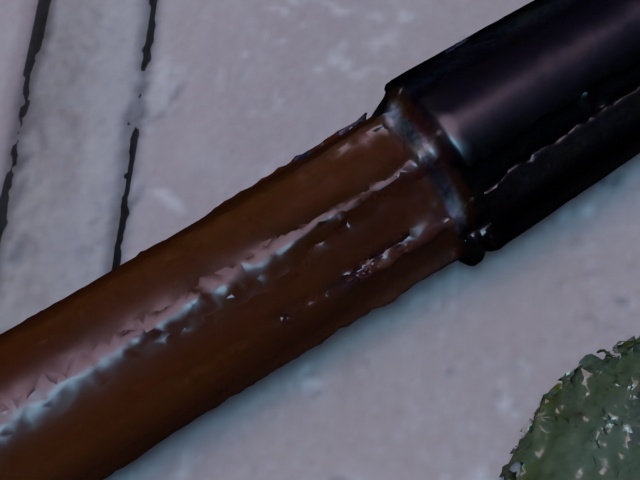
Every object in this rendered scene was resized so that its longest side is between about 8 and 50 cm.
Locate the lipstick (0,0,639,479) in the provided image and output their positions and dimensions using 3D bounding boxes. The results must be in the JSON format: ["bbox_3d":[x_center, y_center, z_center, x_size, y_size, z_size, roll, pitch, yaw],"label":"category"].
[{"bbox_3d":[0.000,0.000,0.713,0.418,0.077,0.077,-31,58,-9],"label":"lipstick"}]

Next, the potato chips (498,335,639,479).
[{"bbox_3d":[0.090,0.136,0.625,0.167,0.059,0.228,34,64,20],"label":"potato chips"}]
